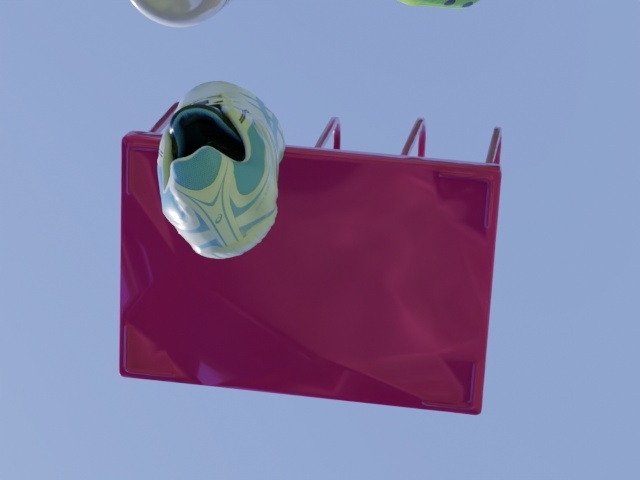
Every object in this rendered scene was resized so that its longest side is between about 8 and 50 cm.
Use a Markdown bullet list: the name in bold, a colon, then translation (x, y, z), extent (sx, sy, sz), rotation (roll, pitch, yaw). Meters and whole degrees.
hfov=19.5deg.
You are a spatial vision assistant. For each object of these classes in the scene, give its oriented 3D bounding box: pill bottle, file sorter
- **pill bottle**: translation (-0.109, -0.293, 1.851), extent (0.117, 0.117, 0.215), rotation (56, -152, -9)
- **file sorter**: translation (0.000, 0.000, 1.521), extent (0.182, 0.291, 0.202), rotation (-65, -21, -69)

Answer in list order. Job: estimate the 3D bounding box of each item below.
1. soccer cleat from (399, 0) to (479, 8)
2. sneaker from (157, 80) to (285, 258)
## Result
- **soccer cleat**: translation (0.050, -0.202, 1.014), extent (0.072, 0.060, 0.178), rotation (12, -121, -36)
- **sneaker**: translation (-0.071, -0.069, 1.282), extent (0.237, 0.085, 0.086), rotation (-102, -6, -66)
